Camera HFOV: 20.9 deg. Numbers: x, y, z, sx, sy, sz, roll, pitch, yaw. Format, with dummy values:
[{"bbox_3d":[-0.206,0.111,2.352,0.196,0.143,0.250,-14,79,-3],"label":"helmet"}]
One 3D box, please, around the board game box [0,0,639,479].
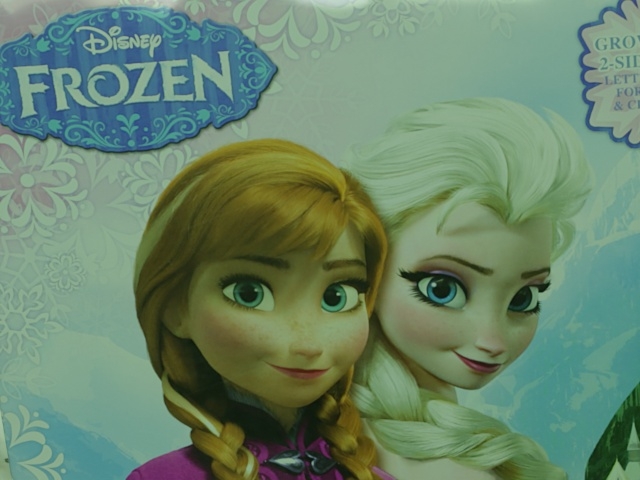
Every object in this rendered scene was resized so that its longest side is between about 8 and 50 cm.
[{"bbox_3d":[0.027,0.036,0.699,0.318,0.066,0.318,-4,107,7],"label":"board game box"}]
